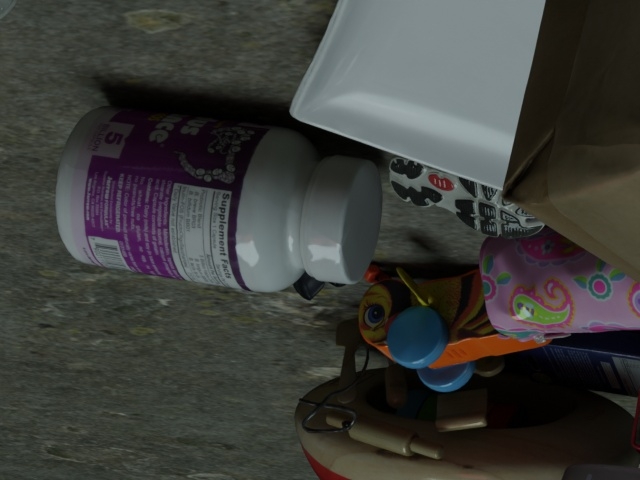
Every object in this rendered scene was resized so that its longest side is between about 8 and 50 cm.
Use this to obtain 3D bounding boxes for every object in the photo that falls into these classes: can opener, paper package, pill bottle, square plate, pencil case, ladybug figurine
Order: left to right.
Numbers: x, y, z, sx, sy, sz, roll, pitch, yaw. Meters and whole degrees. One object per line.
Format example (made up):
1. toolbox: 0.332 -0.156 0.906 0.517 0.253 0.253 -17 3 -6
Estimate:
1. pill bottle: -0.098 -0.039 1.929 0.301 0.169 0.169 8 157 18
2. can opener: 0.000 0.000 2.107 0.059 0.073 0.186 18 151 17
3. ladybug figurine: 0.170 0.263 2.323 0.449 0.162 0.305 7 -163 31
4. square plate: 0.173 -0.143 1.610 0.347 0.049 0.344 18 153 -5
5. pencil case: 0.293 0.040 1.902 0.284 0.124 0.124 -4 151 37
6. paper package: 0.307 -0.103 1.288 0.325 0.309 0.168 29 155 -33

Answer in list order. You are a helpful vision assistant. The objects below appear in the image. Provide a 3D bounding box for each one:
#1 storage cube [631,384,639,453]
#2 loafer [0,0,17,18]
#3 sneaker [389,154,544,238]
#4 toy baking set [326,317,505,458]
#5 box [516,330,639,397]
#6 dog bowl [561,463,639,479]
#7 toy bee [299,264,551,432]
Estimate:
1. storage cube: 0.439 0.154 1.969 0.183 0.215 0.193 6 163 23
2. loafer: -0.404 -0.243 1.725 0.319 0.112 0.111 3 164 31
3. sneaker: 0.146 -0.059 1.825 0.170 0.071 0.068 24 137 30
4. toy baking set: 0.102 0.166 2.246 0.256 0.197 0.030 9 137 35
5. box: 0.342 0.142 2.234 0.225 0.036 0.136 6 156 22
6. dog bowl: 0.398 0.308 1.990 0.348 0.102 0.349 11 171 2
7. toy bee: 0.104 0.083 2.149 0.298 0.162 0.195 -12 149 2
